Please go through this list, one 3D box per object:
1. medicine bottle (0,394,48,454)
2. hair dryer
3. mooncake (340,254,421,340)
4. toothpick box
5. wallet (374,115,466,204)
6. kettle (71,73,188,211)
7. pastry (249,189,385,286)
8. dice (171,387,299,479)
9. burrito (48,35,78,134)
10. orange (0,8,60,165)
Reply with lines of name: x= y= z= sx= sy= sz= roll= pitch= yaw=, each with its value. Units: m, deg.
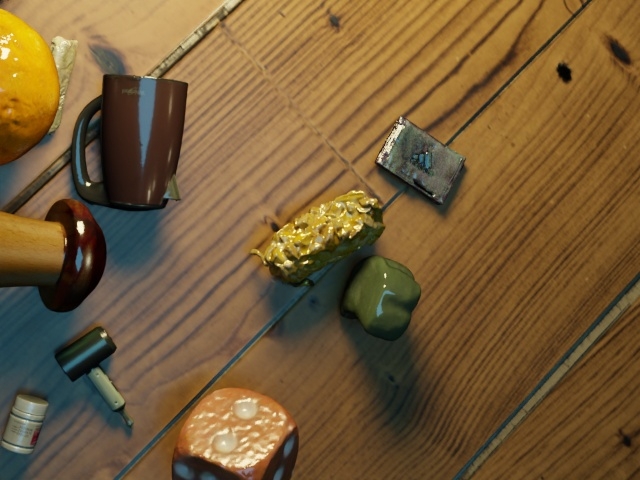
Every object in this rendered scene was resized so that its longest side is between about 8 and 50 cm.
medicine bottle: x=-0.515 y=0.320 z=1.693 sx=0.058 sy=0.058 sz=0.091 roll=18 pitch=88 yaw=-17
hair dryer: x=-0.382 y=0.256 z=1.741 sx=0.100 sy=0.057 sz=0.198 roll=-33 pitch=111 yaw=-12
mooncake: x=0.109 y=0.115 z=1.813 sx=0.104 sy=0.175 sz=0.168 roll=27 pitch=123 yaw=-23
toothpick box: x=-0.497 y=0.016 z=1.583 sx=0.294 sy=0.192 sz=0.192 roll=8 pitch=91 yaw=-37
wallet: x=0.196 y=-0.155 z=1.895 sx=0.166 sy=0.030 sz=0.111 roll=32 pitch=79 yaw=-18
kettle: x=-0.333 y=-0.167 z=1.682 sx=0.202 sy=0.144 sz=0.232 roll=6 pitch=95 yaw=2
pastry: x=0.000 y=0.000 z=1.797 sx=0.250 sy=0.154 sz=0.102 roll=-30 pitch=73 yaw=-7
dice: x=-0.151 y=0.379 z=1.709 sx=0.179 sy=0.175 sz=0.174 roll=-47 pitch=151 yaw=-46
burrito: x=-0.460 y=-0.269 z=1.679 sx=0.051 sy=0.042 sz=0.171 roll=15 pitch=94 yaw=-47
orange: x=-0.548 y=-0.245 z=1.553 sx=0.261 sy=0.261 sz=0.261 roll=-1 pitch=94 yaw=-17
